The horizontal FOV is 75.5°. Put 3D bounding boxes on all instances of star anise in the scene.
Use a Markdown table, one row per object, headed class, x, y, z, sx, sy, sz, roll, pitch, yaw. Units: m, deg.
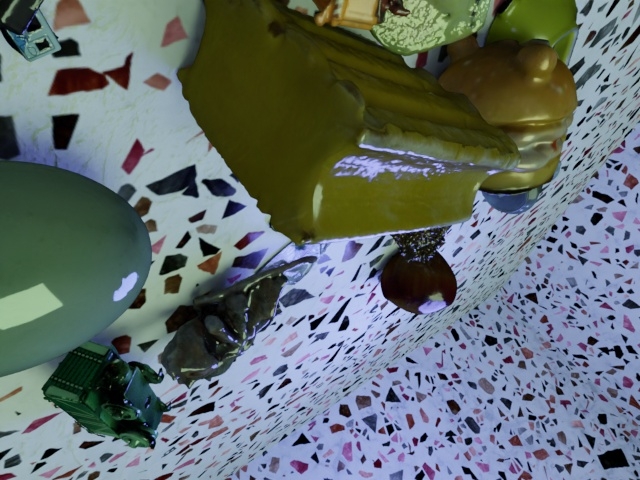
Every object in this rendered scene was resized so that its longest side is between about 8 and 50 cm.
| class | x | y | z | sx | sy | sz | roll | pitch | yaw |
| --- | --- | --- | --- | --- | --- | --- | --- | --- | --- |
| star anise | -0.180 | 0.161 | 0.845 | 0.316 | 0.139 | 0.359 | -49 | 167 | 30 |

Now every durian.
| class | x | y | z | sx | sy | sz | roll | pitch | yaw |
| --- | --- | --- | --- | --- | --- | --- | --- | --- | --- |
| durian | 0.239 | -0.035 | 1.004 | 0.196 | 0.166 | 0.196 | -12 | 106 | -49 |

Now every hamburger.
| class | x | y | z | sx | sy | sz | roll | pitch | yaw |
| --- | --- | --- | --- | --- | --- | --- | --- | --- | --- |
| hamburger | 0.312 | -0.238 | 0.736 | 0.276 | 0.276 | 0.237 | -25 | 129 | -27 |

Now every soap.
| class | x | y | z | sx | sy | sz | roll | pitch | yaw |
| --- | --- | --- | --- | --- | --- | --- | --- | --- | --- |
| soap | 0.040 | -0.147 | 0.489 | 0.334 | 0.293 | 0.156 | -9 | 138 | -46 |

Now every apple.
| class | x | y | z | sx | sy | sz | roll | pitch | yaw |
| --- | --- | --- | --- | --- | --- | --- | --- | --- | --- |
| apple | 0.108 | -0.357 | 0.461 | 0.193 | 0.120 | 0.265 | -17 | 136 | -13 |

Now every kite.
| class | x | y | z | sx | sy | sz | roll | pitch | yaw |
| --- | --- | --- | --- | --- | --- | --- | --- | --- | --- |
| kite | -0.001 | -0.002 | 0.931 | 0.310 | 0.015 | 0.169 | -42 | 151 | 7 |

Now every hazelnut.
| class | x | y | z | sx | sy | sz | roll | pitch | yaw |
| --- | --- | --- | --- | --- | --- | --- | --- | --- | --- |
| hazelnut | 0.308 | 0.121 | 1.294 | 0.251 | 0.217 | 0.217 | 7 | 130 | -24 |

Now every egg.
| class | x | y | z | sx | sy | sz | roll | pitch | yaw |
| --- | --- | --- | --- | --- | --- | --- | --- | --- | --- |
| egg | -0.310 | 0.026 | 0.397 | 0.282 | 0.203 | 0.203 | -11 | 140 | -38 |

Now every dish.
| class | x | y | z | sx | sy | sz | roll | pitch | yaw |
| --- | --- | --- | --- | --- | --- | --- | --- | --- | --- |
| dish | 0.429 | -0.377 | 0.826 | 0.221 | 0.108 | 0.262 | -35 | 151 | -12 |

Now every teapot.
| class | x | y | z | sx | sy | sz | roll | pitch | yaw |
| --- | --- | --- | --- | --- | --- | --- | --- | --- | --- |
| teapot | 0.604 | -0.188 | 1.270 | 0.225 | 0.171 | 0.203 | -31 | -178 | -31 |

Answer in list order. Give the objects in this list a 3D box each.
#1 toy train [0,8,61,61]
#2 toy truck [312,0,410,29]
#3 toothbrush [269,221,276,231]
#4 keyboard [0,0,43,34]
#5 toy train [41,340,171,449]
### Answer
| class | x | y | z | sx | sy | sz | roll | pitch | yaw |
| --- | --- | --- | --- | --- | --- | --- | --- | --- | --- |
| toy train | -0.252 | -0.228 | 0.278 | 0.047 | 0.043 | 0.208 | -34 | 151 | -18 |
| toy truck | 0.058 | -0.324 | 0.331 | 0.135 | 0.114 | 0.271 | -2 | 135 | -19 |
| toothbrush | 0.028 | -0.098 | 0.816 | 0.297 | 0.030 | 0.030 | -32 | 124 | -13 |
| keyboard | -0.161 | -0.291 | 0.274 | 0.310 | 0.018 | 0.101 | -54 | 154 | 4 |
| toy train | -0.358 | 0.281 | 0.728 | 0.154 | 0.115 | 0.270 | 11 | 141 | 2 |
